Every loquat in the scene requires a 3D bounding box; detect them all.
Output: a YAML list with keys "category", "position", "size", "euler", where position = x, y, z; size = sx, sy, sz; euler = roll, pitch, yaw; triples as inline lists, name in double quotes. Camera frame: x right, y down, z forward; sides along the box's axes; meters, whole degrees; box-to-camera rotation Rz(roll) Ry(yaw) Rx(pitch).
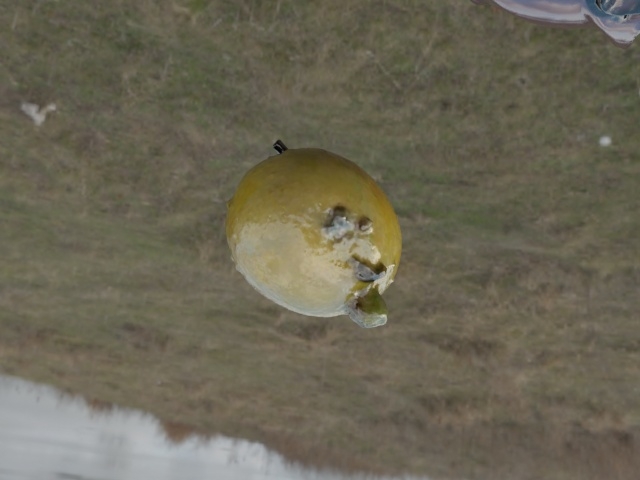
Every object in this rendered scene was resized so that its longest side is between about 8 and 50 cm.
- category: "loquat"
  position: [0.000, 0.000, 0.782]
  size: [0.149, 0.204, 0.172]
  euler: [-45, 148, 9]

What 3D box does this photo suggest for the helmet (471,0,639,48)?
- category: "helmet"
  position: [0.165, -0.299, 0.647]
  size: [0.197, 0.271, 0.338]
  euler: [-5, 151, 1]
